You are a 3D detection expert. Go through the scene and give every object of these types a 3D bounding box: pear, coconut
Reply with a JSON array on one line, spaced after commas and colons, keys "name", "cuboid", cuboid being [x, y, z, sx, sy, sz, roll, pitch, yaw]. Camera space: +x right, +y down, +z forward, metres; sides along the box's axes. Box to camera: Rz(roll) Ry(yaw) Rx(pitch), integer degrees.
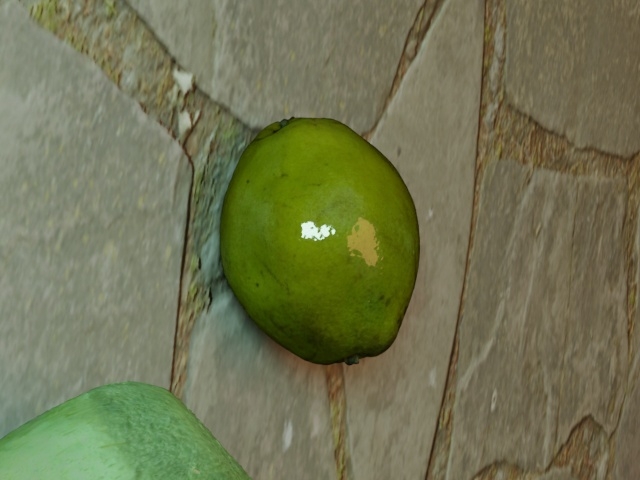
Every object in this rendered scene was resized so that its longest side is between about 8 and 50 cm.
[{"name": "pear", "cuboid": [0.000, 0.000, 1.998, 0.212, 0.212, 0.269, -8, 82, -54]}, {"name": "coconut", "cuboid": [-0.198, 0.294, 1.654, 0.328, 0.281, 0.328, -25, 143, -21]}]
